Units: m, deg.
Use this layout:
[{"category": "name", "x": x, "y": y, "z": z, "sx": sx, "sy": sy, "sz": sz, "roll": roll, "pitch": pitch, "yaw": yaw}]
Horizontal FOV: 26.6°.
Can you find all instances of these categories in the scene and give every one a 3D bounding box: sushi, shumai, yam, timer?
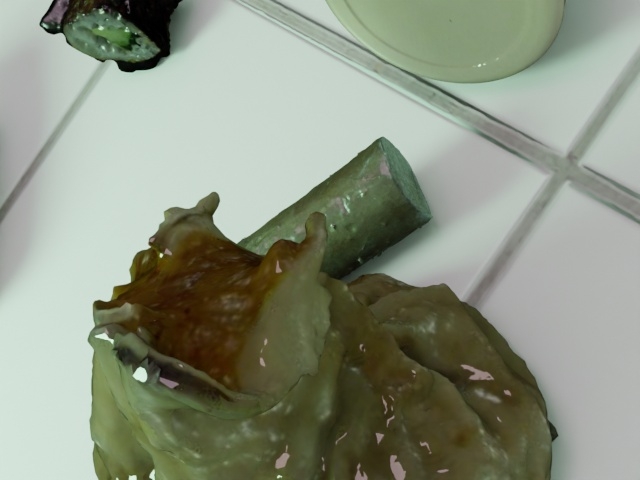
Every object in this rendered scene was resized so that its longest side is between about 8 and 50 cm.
[{"category": "sushi", "x": -0.174, "y": -0.202, "z": 1.173, "sx": 0.098, "sy": 0.094, "sz": 0.084, "roll": -4, "pitch": 63, "yaw": 37}, {"category": "shumai", "x": -0.058, "y": 0.119, "z": 0.795, "sx": 0.314, "sy": 0.262, "sz": 0.267, "roll": -34, "pitch": 49, "yaw": 22}, {"category": "yam", "x": 0.000, "y": 0.000, "z": 0.946, "sx": 0.169, "sy": 0.068, "sz": 0.068, "roll": -36, "pitch": 49, "yaw": 24}, {"category": "timer", "x": 0.121, "y": -0.263, "z": 0.958, "sx": 0.175, "sy": 0.175, "sz": 0.266, "roll": -4, "pitch": 47, "yaw": 37}]
